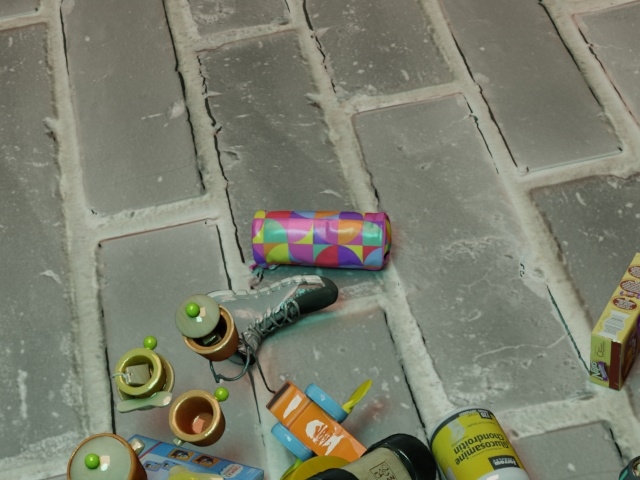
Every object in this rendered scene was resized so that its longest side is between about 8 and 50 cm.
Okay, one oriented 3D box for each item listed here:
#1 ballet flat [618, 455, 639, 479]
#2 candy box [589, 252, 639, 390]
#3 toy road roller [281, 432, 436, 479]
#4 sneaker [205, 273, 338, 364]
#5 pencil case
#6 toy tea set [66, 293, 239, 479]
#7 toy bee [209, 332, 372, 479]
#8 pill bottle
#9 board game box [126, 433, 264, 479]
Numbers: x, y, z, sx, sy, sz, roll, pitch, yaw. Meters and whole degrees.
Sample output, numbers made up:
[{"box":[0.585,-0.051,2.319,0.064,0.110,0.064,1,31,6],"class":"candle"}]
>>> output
[{"box":[0.509,0.305,1.892,0.203,0.074,0.074,-13,43,-5],"class":"ballet flat"},{"box":[0.461,0.120,2.065,0.053,0.109,0.187,16,49,24],"class":"candy box"},{"box":[0.063,0.425,1.750,0.202,0.240,0.329,-18,71,-51],"class":"toy road roller"},{"box":[-0.081,0.136,2.158,0.228,0.086,0.132,-11,47,11],"class":"sneaker"},{"box":[0.000,0.000,2.271,0.236,0.104,0.104,0,44,11],"class":"pencil case"},{"box":[-0.218,0.224,1.842,0.200,0.124,0.336,2,65,16],"class":"toy tea set"},{"box":[-0.009,0.251,1.980,0.195,0.162,0.298,-28,77,0],"class":"toy bee"},{"box":[0.227,0.323,1.890,0.103,0.103,0.184,-18,44,-10],"class":"pill bottle"},{"box":[-0.208,0.341,1.935,0.211,0.039,0.160,11,19,20],"class":"board game box"}]
